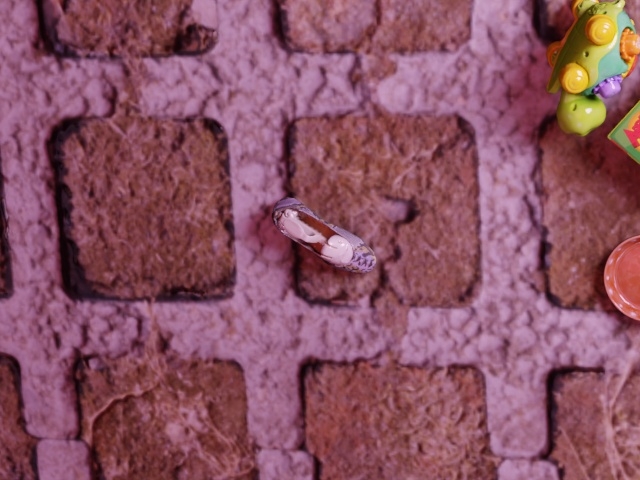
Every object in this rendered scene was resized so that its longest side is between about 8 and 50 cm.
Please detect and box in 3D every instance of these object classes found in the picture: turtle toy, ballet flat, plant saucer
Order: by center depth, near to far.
[{"bbox_3d":[0.242,-0.155,1.573,0.066,0.095,0.130,22,111,-12],"label":"turtle toy"},{"bbox_3d":[0.305,0.034,1.635,0.083,0.013,0.084,4,104,16],"label":"plant saucer"},{"bbox_3d":[0.000,0.000,1.708,0.114,0.041,0.041,33,111,7],"label":"ballet flat"}]

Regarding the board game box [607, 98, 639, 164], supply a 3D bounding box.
[{"bbox_3d":[0.349,-0.132,1.563,0.092,0.043,0.181,41,111,4],"label":"board game box"}]
